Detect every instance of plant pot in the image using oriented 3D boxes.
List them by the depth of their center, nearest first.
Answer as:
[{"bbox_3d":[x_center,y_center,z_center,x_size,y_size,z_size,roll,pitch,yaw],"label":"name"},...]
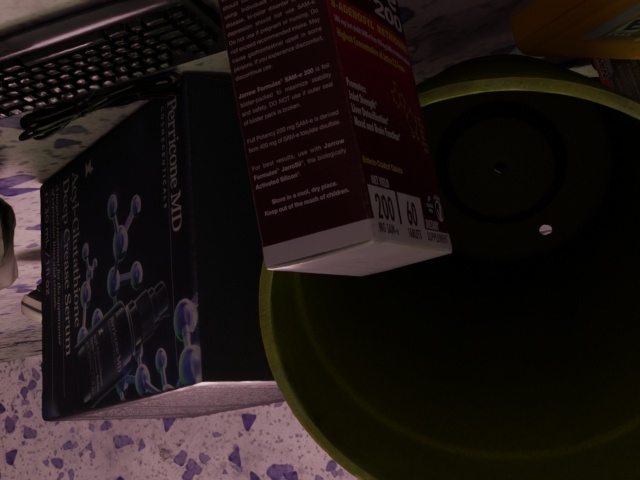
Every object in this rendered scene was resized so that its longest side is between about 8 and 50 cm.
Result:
[{"bbox_3d":[0.163,-0.010,0.855,0.366,0.366,0.353,-13,-159,16],"label":"plant pot"}]

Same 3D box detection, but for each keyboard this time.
[{"bbox_3d":[-0.217,-0.134,0.827,0.317,0.033,0.201,-12,171,18],"label":"keyboard"}]

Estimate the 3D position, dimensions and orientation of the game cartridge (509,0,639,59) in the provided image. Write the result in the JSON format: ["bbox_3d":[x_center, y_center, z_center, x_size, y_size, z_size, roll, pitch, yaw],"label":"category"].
[{"bbox_3d":[0.370,-0.233,0.811,0.285,0.052,0.324,-5,171,-31],"label":"game cartridge"}]

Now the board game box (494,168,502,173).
[{"bbox_3d":[0.067,0.035,1.167,0.141,0.291,0.232,29,163,-28],"label":"board game box"}]

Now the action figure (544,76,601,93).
[{"bbox_3d":[0.353,-0.148,1.097,0.232,0.137,0.063,-1,123,-31],"label":"action figure"}]

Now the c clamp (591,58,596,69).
[{"bbox_3d":[0.363,-0.205,1.071,0.161,0.022,0.137,-4,168,-35],"label":"c clamp"}]

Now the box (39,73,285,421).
[{"bbox_3d":[-0.142,0.036,1.066,0.212,0.293,0.395,5,163,-36],"label":"box"}]

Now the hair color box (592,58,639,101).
[{"bbox_3d":[0.370,-0.160,1.024,0.167,0.093,0.053,-1,160,-40],"label":"hair color box"}]

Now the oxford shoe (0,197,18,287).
[{"bbox_3d":[-0.411,-0.015,1.097,0.130,0.169,0.449,-52,-178,-26],"label":"oxford shoe"}]

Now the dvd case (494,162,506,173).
[{"bbox_3d":[0.282,-0.099,1.251,0.239,0.029,0.179,-6,179,-28],"label":"dvd case"}]

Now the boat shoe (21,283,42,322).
[{"bbox_3d":[-0.273,0.079,1.715,0.500,0.156,0.187,-2,-173,-24],"label":"boat shoe"}]

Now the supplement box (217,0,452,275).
[{"bbox_3d":[0.005,-0.103,0.592,0.073,0.239,0.130,-16,170,25],"label":"supplement box"}]
